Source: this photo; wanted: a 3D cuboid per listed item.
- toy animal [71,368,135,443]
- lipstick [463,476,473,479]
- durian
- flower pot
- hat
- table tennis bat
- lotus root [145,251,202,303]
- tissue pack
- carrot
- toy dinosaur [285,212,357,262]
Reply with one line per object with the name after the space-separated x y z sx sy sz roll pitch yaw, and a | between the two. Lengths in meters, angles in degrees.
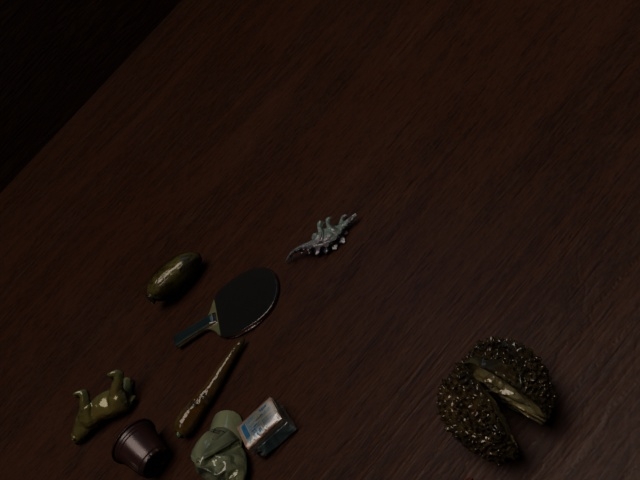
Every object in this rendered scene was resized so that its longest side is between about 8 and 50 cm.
-0.531 0.403 1.598 0.219 0.103 0.100 -29 67 10 | toy animal
0.190 0.414 1.043 0.129 0.030 0.030 -40 41 5 | lipstick
0.267 0.245 1.049 0.196 0.166 0.196 -22 21 9 | durian
-0.374 0.451 1.418 0.089 0.111 0.111 27 75 35 | flower pot
-0.201 0.411 1.331 0.123 0.081 0.166 -20 36 21 | hat
-0.225 0.172 1.582 0.301 0.022 0.173 -32 43 11 | table tennis bat
-0.383 0.092 1.724 0.179 0.089 0.080 -44 84 -6 | lotus root
-0.107 0.366 1.299 0.094 0.058 0.074 -43 39 1 | tissue pack
-0.240 0.320 1.457 0.049 0.049 0.254 17 66 45 | carrot
-0.002 -0.001 1.535 0.209 0.039 0.082 -31 44 16 | toy dinosaur
